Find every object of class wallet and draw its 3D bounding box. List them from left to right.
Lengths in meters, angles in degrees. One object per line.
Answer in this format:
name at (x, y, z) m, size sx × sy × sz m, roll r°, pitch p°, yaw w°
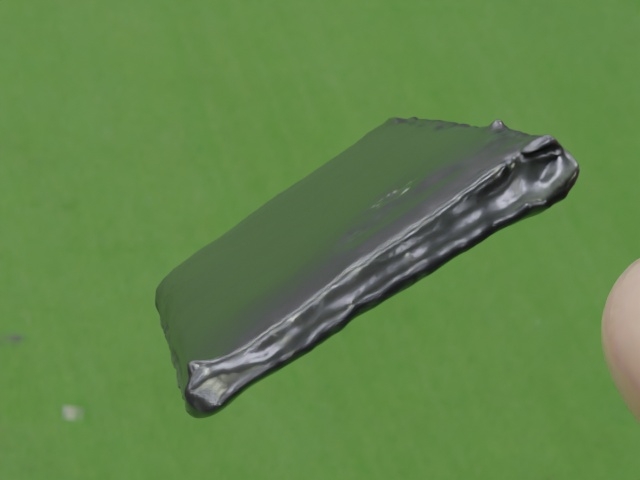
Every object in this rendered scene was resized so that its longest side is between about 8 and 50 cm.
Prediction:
wallet at (0.000, 0.001, 0.749) m, size 0.146 × 0.030 × 0.285 m, roll -37°, pitch 8°, yaw -3°

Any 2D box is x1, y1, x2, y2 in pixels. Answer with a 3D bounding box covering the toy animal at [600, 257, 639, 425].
toy animal at (0.155, 0.070, 0.528) m, size 0.171 × 0.171 × 0.197 m, roll 21°, pitch 83°, yaw 11°
